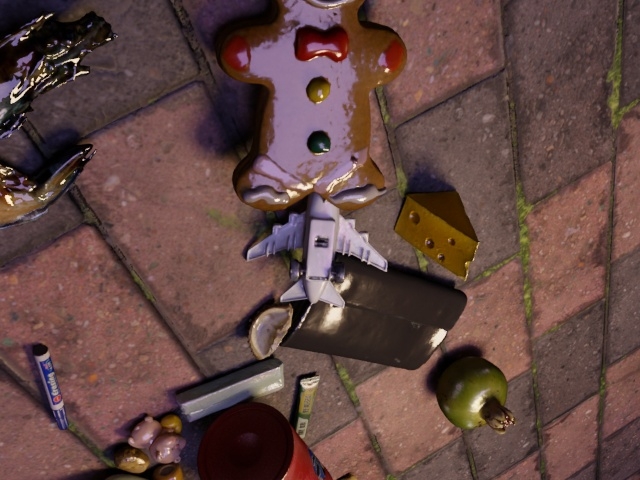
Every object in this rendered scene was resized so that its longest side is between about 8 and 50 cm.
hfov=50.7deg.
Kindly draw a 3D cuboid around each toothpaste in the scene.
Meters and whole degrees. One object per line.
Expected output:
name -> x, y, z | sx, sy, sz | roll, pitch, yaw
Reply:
toothpaste -> -0.038, 0.380, 1.513 | 0.049, 0.031, 0.204 | -7, 125, -27

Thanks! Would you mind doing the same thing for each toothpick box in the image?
toothpick box -> -0.103, 0.499, 1.424 | 0.204, 0.204, 0.333 | -32, 142, -5

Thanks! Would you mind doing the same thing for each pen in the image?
pen -> -0.461, 0.258, 1.163 | 0.025, 0.025, 0.204 | -15, 131, -21

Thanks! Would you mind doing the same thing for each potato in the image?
potato -> -0.377, 0.437, 1.346 | 0.051, 0.040, 0.083 | -32, 135, 13

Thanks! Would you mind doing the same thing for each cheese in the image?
cheese -> 0.240, -0.009, 1.270 | 0.126, 0.171, 0.093 | -4, 126, -28

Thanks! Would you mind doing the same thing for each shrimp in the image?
shrimp -> -0.387, -0.137, 0.872 | 0.365, 0.071, 0.233 | -39, 144, 1

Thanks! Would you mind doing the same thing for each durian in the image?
durian -> -0.101, 0.165, 1.279 | 0.052, 0.066, 0.130 | 22, 102, -41

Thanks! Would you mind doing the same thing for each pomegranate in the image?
pomegranate -> 0.386, 0.373, 1.649 | 0.179, 0.210, 0.179 | 4, 81, -30

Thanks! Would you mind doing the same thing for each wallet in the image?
wallet -> 0.118, 0.159, 1.406 | 0.406, 0.062, 0.228 | 17, 114, -39

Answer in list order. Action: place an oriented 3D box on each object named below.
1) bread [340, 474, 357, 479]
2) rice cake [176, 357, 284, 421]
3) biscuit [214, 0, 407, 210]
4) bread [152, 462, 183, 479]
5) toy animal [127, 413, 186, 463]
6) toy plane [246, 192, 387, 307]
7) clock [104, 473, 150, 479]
bread -> 0.015, 0.722, 1.785 | 0.232, 0.088, 0.128 | -29, 142, -14
rice cake -> -0.179, 0.303, 1.359 | 0.222, 0.042, 0.080 | -17, 136, -20
biscuit -> -0.007, -0.237, 0.961 | 0.283, 0.064, 0.432 | -3, 117, -18
bread -> -0.323, 0.522, 1.441 | 0.062, 0.049, 0.103 | -13, 128, -22
toy animal -> -0.309, 0.392, 1.322 | 0.091, 0.082, 0.114 | -45, 134, 6
toy plane -> 0.000, 0.002, 1.165 | 0.251, 0.101, 0.255 | 5, 112, -4
clock -> -0.346, 0.628, 1.287 | 0.265, 0.324, 0.108 | 29, 123, -16
